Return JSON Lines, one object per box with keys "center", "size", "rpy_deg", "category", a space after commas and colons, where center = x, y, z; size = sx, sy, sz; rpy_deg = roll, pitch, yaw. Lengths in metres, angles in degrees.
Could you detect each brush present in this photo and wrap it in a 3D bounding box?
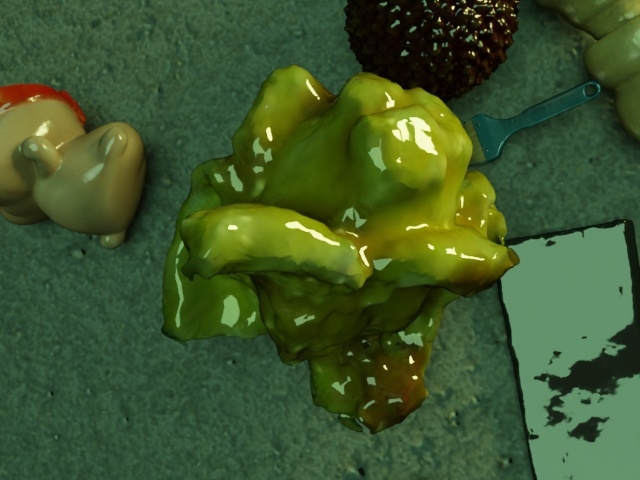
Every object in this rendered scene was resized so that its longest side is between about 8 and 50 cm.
{"center": [0.208, -0.123, 0.748], "size": [0.164, 0.014, 0.051], "rpy_deg": [-24, 85, 33], "category": "brush"}

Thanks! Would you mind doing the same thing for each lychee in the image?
{"center": [0.112, -0.229, 0.725], "size": [0.188, 0.188, 0.188], "rpy_deg": [-1, 86, 9], "category": "lychee"}

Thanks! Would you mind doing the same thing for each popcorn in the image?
{"center": [-0.006, -0.009, 0.667], "size": [0.326, 0.321, 0.290], "rpy_deg": [-24, 46, 26], "category": "popcorn"}

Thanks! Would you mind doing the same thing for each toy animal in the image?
{"center": [-0.294, -0.087, 0.791], "size": [0.198, 0.171, 0.171], "rpy_deg": [22, 90, 8], "category": "toy animal"}

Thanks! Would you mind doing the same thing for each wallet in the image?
{"center": [0.271, 0.128, 0.748], "size": [0.146, 0.030, 0.285], "rpy_deg": [-10, 86, 6], "category": "wallet"}

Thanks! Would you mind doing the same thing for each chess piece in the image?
{"center": [0.306, -0.215, 0.717], "size": [0.143, 0.143, 0.260], "rpy_deg": [-31, 88, 6], "category": "chess piece"}
